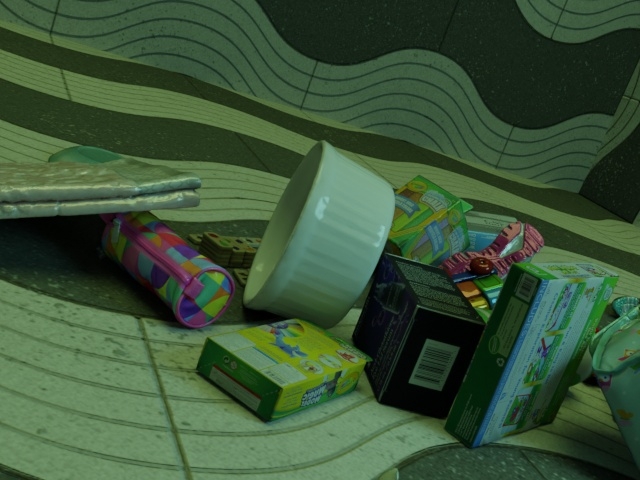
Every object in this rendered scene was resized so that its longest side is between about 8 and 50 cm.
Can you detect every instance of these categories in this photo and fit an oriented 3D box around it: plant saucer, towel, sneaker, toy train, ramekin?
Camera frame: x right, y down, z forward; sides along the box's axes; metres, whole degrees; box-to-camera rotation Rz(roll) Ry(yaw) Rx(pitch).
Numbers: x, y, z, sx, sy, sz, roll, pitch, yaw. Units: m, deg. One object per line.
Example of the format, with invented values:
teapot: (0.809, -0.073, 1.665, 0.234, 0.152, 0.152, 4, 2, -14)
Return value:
plant saucer: (-0.431, -0.149, 1.663, 0.195, 0.037, 0.195, 19, 15, -5)
towel: (-0.378, -0.088, 1.270, 0.317, 0.053, 0.332, -5, 12, -29)
sneaker: (0.323, 0.069, 1.657, 0.252, 0.111, 0.103, -26, 58, -13)
sneaker: (0.752, 0.165, 2.081, 0.166, 0.065, 0.076, 11, 1, -40)
toy train: (0.225, 0.124, 1.462, 0.248, 0.105, 0.143, -13, 35, -22)
ramekin: (0.000, 0.000, 1.287, 0.135, 0.277, 0.277, 25, 15, -11)

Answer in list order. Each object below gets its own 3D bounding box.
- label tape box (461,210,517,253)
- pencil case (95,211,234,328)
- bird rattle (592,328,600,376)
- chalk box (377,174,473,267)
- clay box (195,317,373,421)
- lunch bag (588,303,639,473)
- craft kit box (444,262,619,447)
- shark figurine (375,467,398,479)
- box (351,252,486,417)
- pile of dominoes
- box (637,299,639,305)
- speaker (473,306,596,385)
label tape box: (0.322, 0.014, 1.851, 0.240, 0.106, 0.334, 8, 14, 4)
pencil case: (-0.224, 0.032, 1.203, 0.236, 0.104, 0.104, 32, 19, 38)
bird rattle: (0.420, 0.174, 1.580, 0.207, 0.143, 0.253, -1, 37, -25)
chalk box: (0.207, -0.031, 1.692, 0.213, 0.132, 0.132, -37, 44, -17)
clay box: (-0.038, 0.159, 1.091, 0.127, 0.053, 0.222, 29, 17, 29)
lunch bag: (0.496, 0.219, 1.214, 0.223, 0.160, 0.262, 64, 22, -3)
craft kit box: (0.298, 0.151, 1.177, 0.246, 0.250, 0.061, 4, 21, -47)
shark figurine: (0.114, 0.306, 0.721, 0.278, 0.116, 0.166, 13, 49, 1)
box: (0.135, 0.131, 1.221, 0.108, 0.153, 0.207, 16, 15, -14)
pile of dominoes: (-0.094, 0.024, 1.499, 0.251, 0.040, 0.196, 3, 23, -46)
box: (0.603, 0.229, 1.484, 0.142, 0.154, 0.300, 24, 15, 12)
speaker: (0.319, 0.174, 1.357, 0.296, 0.131, 0.131, 7, 20, -39)
